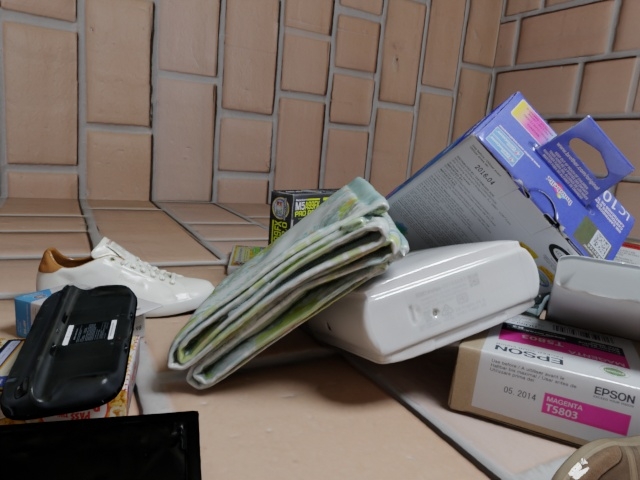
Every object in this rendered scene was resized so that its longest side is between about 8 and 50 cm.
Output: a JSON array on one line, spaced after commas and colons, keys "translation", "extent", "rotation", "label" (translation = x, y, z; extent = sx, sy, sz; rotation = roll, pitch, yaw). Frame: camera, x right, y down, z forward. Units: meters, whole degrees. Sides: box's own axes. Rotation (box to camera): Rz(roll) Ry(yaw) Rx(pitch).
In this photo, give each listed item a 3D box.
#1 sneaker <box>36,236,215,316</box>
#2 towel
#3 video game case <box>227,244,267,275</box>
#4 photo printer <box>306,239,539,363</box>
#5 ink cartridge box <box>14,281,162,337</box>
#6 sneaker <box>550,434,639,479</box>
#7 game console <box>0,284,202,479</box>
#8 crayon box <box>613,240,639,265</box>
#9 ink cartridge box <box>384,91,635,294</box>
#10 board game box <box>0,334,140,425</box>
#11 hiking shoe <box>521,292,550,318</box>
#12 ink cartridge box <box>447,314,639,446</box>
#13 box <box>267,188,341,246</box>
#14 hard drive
[{"translation": [-0.322, 0.060, 0.818], "extent": [0.291, 0.122, 0.106], "rotation": [3, 9, -17], "label": "sneaker"}, {"translation": [-0.040, 0.035, 0.708], "extent": [0.321, 0.090, 0.374], "rotation": [-34, 8, 7], "label": "towel"}, {"translation": [-0.121, 0.052, 1.202], "extent": [0.207, 0.026, 0.227], "rotation": [4, 12, -8], "label": "video game case"}, {"translation": [0.117, 0.079, 0.716], "extent": [0.256, 0.106, 0.307], "rotation": [-16, 1, -18], "label": "photo printer"}, {"translation": [-0.328, 0.114, 0.688], "extent": [0.180, 0.060, 0.104], "rotation": [9, 11, 23], "label": "ink cartridge box"}, {"translation": [0.280, 0.217, 0.421], "extent": [0.189, 0.066, 0.071], "rotation": [-2, 18, -28], "label": "sneaker"}, {"translation": [-0.222, 0.142, 0.445], "extent": [0.214, 0.043, 0.361], "rotation": [2, 25, -17], "label": "game console"}, {"translation": [0.673, 0.118, 0.777], "extent": [0.313, 0.105, 0.363], "rotation": [21, 1, -34], "label": "crayon box"}, {"translation": [0.284, -0.042, 0.785], "extent": [0.151, 0.270, 0.395], "rotation": [-43, 2, -28], "label": "ink cartridge box"}, {"translation": [-0.309, 0.153, 0.532], "extent": [0.194, 0.045, 0.147], "rotation": [2, 11, -15], "label": "board game box"}, {"translation": [0.468, 0.078, 1.048], "extent": [0.113, 0.131, 0.304], "rotation": [11, 12, 29], "label": "hiking shoe"}, {"translation": [0.302, 0.170, 0.616], "extent": [0.235, 0.088, 0.193], "rotation": [11, 11, 23], "label": "ink cartridge box"}, {"translation": [0.000, 0.000, 1.022], "extent": [0.060, 0.216, 0.270], "rotation": [12, 14, 36], "label": "box"}, {"translation": [0.439, 0.114, 0.660], "extent": [0.233, 0.047, 0.353], "rotation": [11, -15, 25], "label": "hard drive"}]
